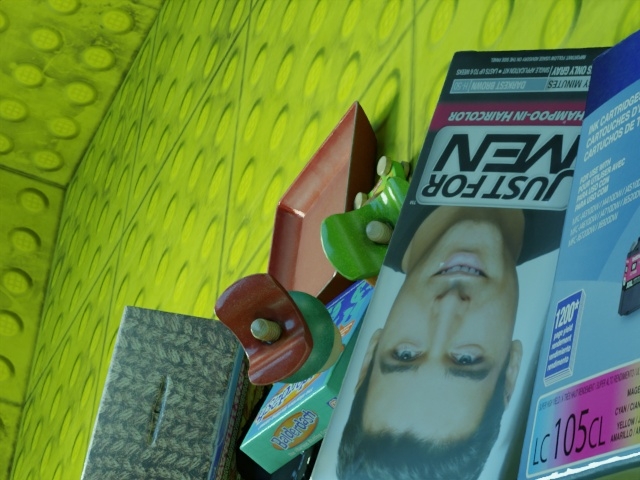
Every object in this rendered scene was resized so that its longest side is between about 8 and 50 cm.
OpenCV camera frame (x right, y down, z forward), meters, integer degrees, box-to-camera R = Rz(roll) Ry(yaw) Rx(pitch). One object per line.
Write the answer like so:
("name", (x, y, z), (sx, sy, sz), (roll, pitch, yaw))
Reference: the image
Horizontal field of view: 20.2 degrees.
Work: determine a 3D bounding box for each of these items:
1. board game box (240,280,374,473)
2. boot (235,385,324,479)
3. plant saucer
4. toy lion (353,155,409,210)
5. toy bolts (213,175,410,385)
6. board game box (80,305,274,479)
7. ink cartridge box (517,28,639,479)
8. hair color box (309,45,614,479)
("board game box", (0.014, 0.124, 1.849), (0.160, 0.047, 0.210), (-39, 15, 42))
("boot", (-0.038, 0.273, 1.946), (0.247, 0.094, 0.207), (-67, 19, -8))
("plant saucer", (0.000, 0.000, 2.216), (0.258, 0.047, 0.259), (129, 155, -51))
("toy lion", (0.071, -0.032, 2.055), (0.096, 0.034, 0.100), (-99, 31, -44))
("toy bolts", (0.043, 0.079, 1.664), (0.228, 0.158, 0.218), (-28, 73, 15))
("board game box", (-0.157, 0.238, 2.090), (0.291, 0.141, 0.232), (73, -152, -67))
("ink cartridge box", (0.278, -0.020, 1.166), (0.270, 0.151, 0.396), (145, 142, -64))
("hair color box", (0.146, 0.042, 1.377), (0.185, 0.113, 0.375), (3, 69, 46))
